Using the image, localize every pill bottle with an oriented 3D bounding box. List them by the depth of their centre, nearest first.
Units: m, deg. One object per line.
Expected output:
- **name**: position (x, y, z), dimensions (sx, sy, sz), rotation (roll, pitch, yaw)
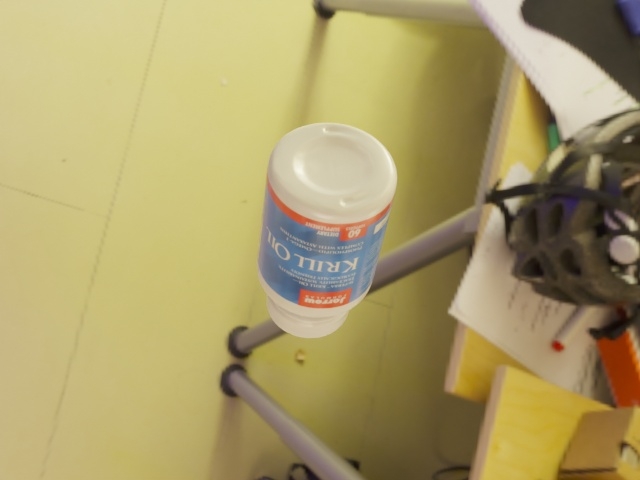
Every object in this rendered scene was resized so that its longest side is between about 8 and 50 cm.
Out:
- **pill bottle**: position (0.000, 0.000, 1.048), dimensions (0.124, 0.221, 0.124), rotation (4, 50, -4)
